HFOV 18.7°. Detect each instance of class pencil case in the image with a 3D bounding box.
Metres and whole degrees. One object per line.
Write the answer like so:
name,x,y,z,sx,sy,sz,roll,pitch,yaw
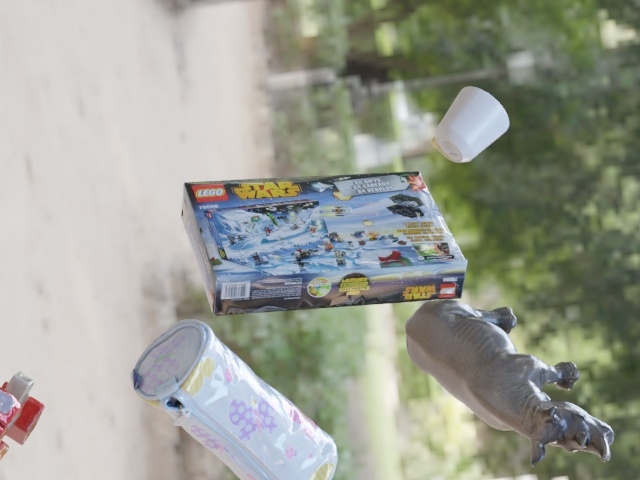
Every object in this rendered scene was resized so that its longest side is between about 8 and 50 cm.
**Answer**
pencil case,-0.096,0.208,2.274,0.273,0.113,0.124,44,12,-35

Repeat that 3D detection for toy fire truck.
toy fire truck,-0.298,0.167,1.785,0.135,0.047,0.192,-56,178,-34

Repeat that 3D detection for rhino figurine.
rhino figurine,0.160,0.123,1.638,0.243,0.106,0.073,41,-64,44

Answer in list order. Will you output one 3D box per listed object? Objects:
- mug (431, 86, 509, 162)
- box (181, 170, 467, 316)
mug,0.149,-0.110,1.988,0.064,0.062,0.078,-48,166,-24
box,0.000,0.000,1.046,0.094,0.137,0.027,-112,-157,-53
